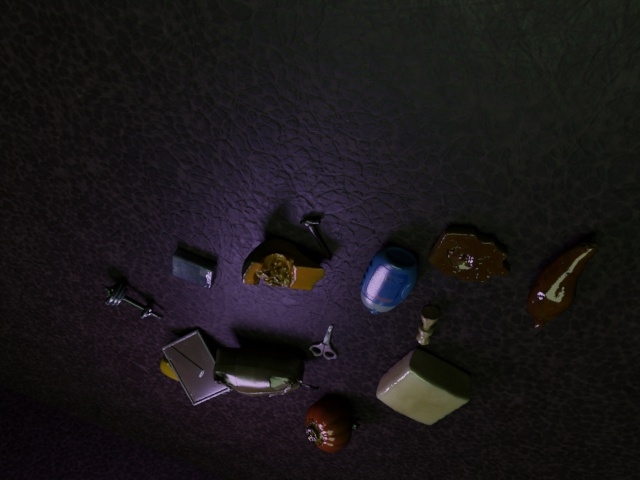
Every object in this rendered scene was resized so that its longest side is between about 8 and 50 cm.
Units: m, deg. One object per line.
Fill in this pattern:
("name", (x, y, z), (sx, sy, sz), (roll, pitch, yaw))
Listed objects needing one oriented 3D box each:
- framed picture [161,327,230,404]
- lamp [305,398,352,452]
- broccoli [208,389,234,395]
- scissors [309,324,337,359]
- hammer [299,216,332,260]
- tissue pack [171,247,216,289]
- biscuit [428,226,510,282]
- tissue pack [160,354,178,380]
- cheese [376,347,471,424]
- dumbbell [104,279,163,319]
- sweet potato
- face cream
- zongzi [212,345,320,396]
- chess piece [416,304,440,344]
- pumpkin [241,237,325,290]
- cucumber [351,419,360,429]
("framed picture", (-0.526, 0.538, 2.201), (0.213, 0.016, 0.289), (-28, 92, 20))
("lamp", (0.034, 0.778, 2.193), (0.223, 0.197, 0.223), (21, 118, 46))
("broccoli", (-0.436, 0.603, 2.261), (0.154, 0.160, 0.167), (49, 158, 13))
("scissors", (0.021, 0.378, 1.935), (0.110, 0.021, 0.212), (17, 138, 4))
("hammer", (0.000, 0.000, 1.571), (0.065, 0.021, 0.178), (-8, 129, 29))
("tissue pack", (-0.450, 0.101, 1.849), (0.156, 0.051, 0.112), (21, 134, 4))
("biscuit", (0.416, 0.045, 1.423), (0.215, 0.034, 0.182), (21, 138, 0))
("tissue pack", (-0.615, 0.558, 2.315), (0.178, 0.123, 0.127), (19, 128, 5))
("cheese", (0.364, 0.526, 1.857), (0.243, 0.123, 0.265), (25, 138, -6))
("dumbbell", (-0.752, 0.252, 2.100), (0.255, 0.110, 0.110), (34, 137, -20))
("sweet potato", (0.615, 0.132, 1.370), (0.112, 0.112, 0.359), (12, 139, 12))
("face cream", (0.199, 0.131, 1.566), (0.149, 0.083, 0.264), (23, 137, 3))
("zongzi", (-0.171, 0.564, 2.116), (0.447, 0.181, 0.418), (3, 148, 17))
("chess piece", (0.342, 0.281, 1.675), (0.060, 0.060, 0.172), (13, 138, 12))
("pumpkin", (-0.117, 0.072, 1.634), (0.248, 0.126, 0.131), (11, 131, -13))
("cucumber", (0.094, 0.810, 2.305), (0.182, 0.053, 0.053), (-8, 128, 31))
